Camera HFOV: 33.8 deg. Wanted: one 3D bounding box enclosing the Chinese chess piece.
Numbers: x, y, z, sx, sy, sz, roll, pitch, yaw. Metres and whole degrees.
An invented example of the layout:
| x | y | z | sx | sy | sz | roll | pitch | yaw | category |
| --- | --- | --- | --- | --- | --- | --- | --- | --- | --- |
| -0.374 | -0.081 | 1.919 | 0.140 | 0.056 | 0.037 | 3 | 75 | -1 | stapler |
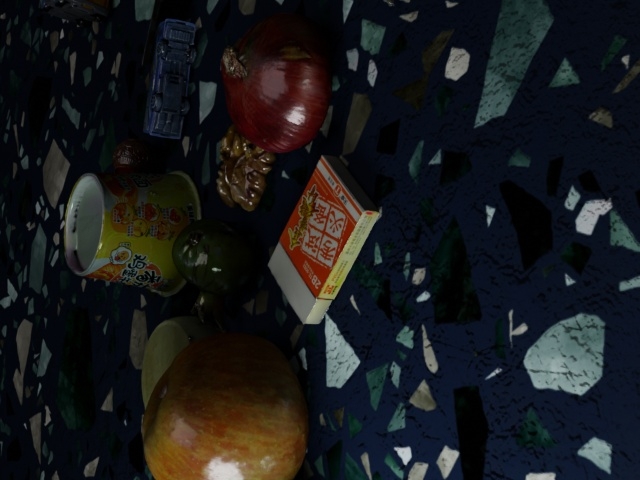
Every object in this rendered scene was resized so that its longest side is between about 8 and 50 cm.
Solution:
| x | y | z | sx | sy | sz | roll | pitch | yaw | category |
| --- | --- | --- | --- | --- | --- | --- | --- | --- | --- |
| -0.247 | 0.255 | 1.958 | 0.237 | 0.092 | 0.238 | -14 | 73 | 54 | Chinese chess piece |

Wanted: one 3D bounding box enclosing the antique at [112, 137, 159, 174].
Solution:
| x | y | z | sx | sy | sz | roll | pitch | yaw | category |
| --- | --- | --- | --- | --- | --- | --- | --- | --- | --- |
| -0.388 | -0.168 | 2.216 | 0.104 | 0.104 | 0.104 | -11 | 76 | 54 | antique |

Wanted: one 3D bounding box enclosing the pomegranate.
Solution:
| x | y | z | sx | sy | sz | roll | pitch | yaw | category |
| --- | --- | --- | --- | --- | --- | --- | --- | --- | --- |
| -0.195 | 0.059 | 1.883 | 0.152 | 0.131 | 0.191 | 35 | 121 | 48 | pomegranate |

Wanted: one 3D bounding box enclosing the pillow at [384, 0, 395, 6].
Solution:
| x | y | z | sx | sy | sz | roll | pitch | yaw | category |
| --- | --- | --- | --- | --- | --- | --- | --- | --- | --- |
| 0.119 | -0.491 | 1.572 | 0.255 | 0.059 | 0.169 | -59 | 45 | 30 | pillow |

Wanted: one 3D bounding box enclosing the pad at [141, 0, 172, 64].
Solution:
| x | y | z | sx | sy | sz | roll | pitch | yaw | category |
| --- | --- | --- | --- | --- | --- | --- | --- | --- | --- |
| -0.331 | -0.469 | 2.183 | 0.143 | 0.003 | 0.212 | -63 | -13 | -77 | pad |

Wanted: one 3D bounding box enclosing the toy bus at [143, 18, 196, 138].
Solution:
| x | y | z | sx | sy | sz | roll | pitch | yaw | category |
| --- | --- | --- | --- | --- | --- | --- | --- | --- | --- |
| -0.313 | -0.328 | 2.145 | 0.094 | 0.079 | 0.237 | 11 | 94 | 57 | toy bus |

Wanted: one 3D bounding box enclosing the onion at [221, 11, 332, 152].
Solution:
| x | y | z | sx | sy | sz | roll | pitch | yaw | category |
| --- | --- | --- | --- | --- | --- | --- | --- | --- | --- |
| -0.074 | -0.259 | 1.742 | 0.248 | 0.161 | 0.248 | 46 | 143 | 50 | onion |

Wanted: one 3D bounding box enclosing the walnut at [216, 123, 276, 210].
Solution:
| x | y | z | sx | sy | sz | roll | pitch | yaw | category |
| --- | --- | --- | --- | --- | --- | --- | --- | --- | --- |
| -0.140 | -0.140 | 1.882 | 0.143 | 0.069 | 0.170 | 8 | 89 | 57 | walnut |

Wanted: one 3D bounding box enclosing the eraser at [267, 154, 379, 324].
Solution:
| x | y | z | sx | sy | sz | roll | pitch | yaw | category |
| --- | --- | --- | --- | --- | --- | --- | --- | --- | --- |
| 0.000 | 0.000 | 1.686 | 0.157 | 0.038 | 0.230 | 55 | 129 | 43 | eraser |

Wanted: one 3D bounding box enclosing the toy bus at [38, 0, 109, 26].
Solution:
| x | y | z | sx | sy | sz | roll | pitch | yaw | category |
| --- | --- | --- | --- | --- | --- | --- | --- | --- | --- |
| -0.589 | -0.604 | 2.546 | 0.209 | 0.126 | 0.136 | 5 | 81 | 56 | toy bus |

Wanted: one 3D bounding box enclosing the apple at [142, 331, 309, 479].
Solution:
| x | y | z | sx | sy | sz | roll | pitch | yaw | category |
| --- | --- | --- | --- | --- | --- | --- | --- | --- | --- |
| -0.166 | 0.292 | 1.700 | 0.309 | 0.250 | 0.278 | 29 | 110 | 55 | apple |

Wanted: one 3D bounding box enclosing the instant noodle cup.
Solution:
| x | y | z | sx | sy | sz | roll | pitch | yaw | category |
| --- | --- | --- | --- | --- | --- | --- | --- | --- | --- |
| -0.380 | -0.025 | 2.095 | 0.264 | 0.200 | 0.265 | -15 | 72 | 53 | instant noodle cup |
